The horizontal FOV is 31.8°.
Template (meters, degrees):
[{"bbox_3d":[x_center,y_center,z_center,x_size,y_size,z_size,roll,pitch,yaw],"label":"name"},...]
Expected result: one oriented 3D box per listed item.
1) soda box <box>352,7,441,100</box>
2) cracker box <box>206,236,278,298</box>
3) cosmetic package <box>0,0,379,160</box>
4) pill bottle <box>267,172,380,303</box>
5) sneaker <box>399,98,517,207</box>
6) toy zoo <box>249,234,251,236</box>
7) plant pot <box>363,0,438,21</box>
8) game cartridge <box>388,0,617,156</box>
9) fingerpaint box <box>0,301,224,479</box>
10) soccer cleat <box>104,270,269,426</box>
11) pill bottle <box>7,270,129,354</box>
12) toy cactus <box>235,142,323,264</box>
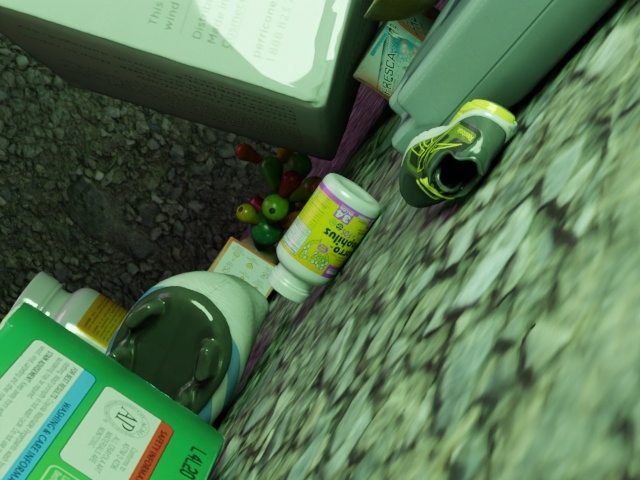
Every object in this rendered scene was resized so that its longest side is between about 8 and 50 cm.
[{"bbox_3d":[0.083,-0.196,1.126,0.063,0.058,0.183,-54,6,25],"label":"soda box"},{"bbox_3d":[-0.134,0.123,1.099,0.232,0.067,0.156,-57,4,-21],"label":"cracker box"},{"bbox_3d":[-0.097,-0.294,1.094,0.393,0.328,0.329,49,-122,-87],"label":"cosmetic package"},{"bbox_3d":[0.000,0.000,0.741,0.083,0.043,0.043,-55,5,14],"label":"pill bottle"},{"bbox_3d":[0.054,-0.033,0.502,0.035,0.031,0.083,-60,6,-31],"label":"sneaker"},{"bbox_3d":[-0.170,0.112,1.725,0.293,0.030,0.192,-54,6,23],"label":"toy zoo"},{"bbox_3d":[0.103,-0.218,0.638,0.236,0.032,0.236,-55,4,6],"label":"plant pot"},{"bbox_3d":[0.139,-0.184,0.554,0.198,0.062,0.297,-43,13,52],"label":"game cartridge"},{"bbox_3d":[-0.247,0.291,0.545,0.371,0.163,0.445,-53,5,21],"label":"fingerpaint box"},{"bbox_3d":[-0.147,0.160,0.866,0.331,0.116,0.143,-52,-10,18],"label":"soccer cleat"},{"bbox_3d":[-0.308,0.151,1.546,0.136,0.246,0.136,-55,5,7],"label":"pill bottle"},{"bbox_3d":[-0.066,-0.021,1.283,0.180,0.112,0.219,-65,13,5],"label":"toy cactus"}]
